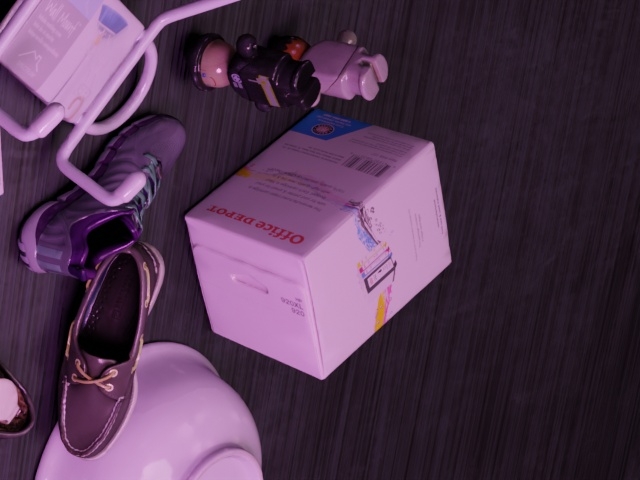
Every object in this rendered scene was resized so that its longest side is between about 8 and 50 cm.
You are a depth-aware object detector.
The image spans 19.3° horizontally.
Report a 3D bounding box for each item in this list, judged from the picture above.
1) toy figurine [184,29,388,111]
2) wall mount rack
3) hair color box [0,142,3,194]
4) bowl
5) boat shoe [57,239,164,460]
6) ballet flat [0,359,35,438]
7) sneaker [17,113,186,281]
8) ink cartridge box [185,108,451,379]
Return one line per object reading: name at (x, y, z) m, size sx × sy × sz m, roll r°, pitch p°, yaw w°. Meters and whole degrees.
toy figurine at (-0.028, -0.240, 1.924) m, size 0.209 × 0.148 × 0.213 m, roll -14°, pitch 115°, yaw -56°
wall mount rack at (-0.159, -0.196, 1.690) m, size 0.304 × 0.130 × 0.350 m, roll -54°, pitch 159°, yaw -4°
hair color box at (-0.356, -0.065, 1.638) m, size 0.167 × 0.053 × 0.093 m, roll -25°, pitch 125°, yaw -47°
bowl at (-0.154, 0.265, 1.991) m, size 0.298 × 0.134 × 0.298 m, roll -26°, pitch 125°, yaw -45°
boat shoe at (-0.216, 0.109, 1.864) m, size 0.068 × 0.081 × 0.228 m, roll 2°, pitch 103°, yaw -81°
ballet flat at (-0.338, 0.094, 1.698) m, size 0.095 × 0.096 × 0.280 m, roll -59°, pitch 143°, yaw -18°
sneaker at (-0.187, -0.035, 1.836) m, size 0.224 × 0.098 × 0.083 m, roll -47°, pitch 138°, yaw -29°
ink cartridge box at (0.000, 0.000, 2.037) m, size 0.232 × 0.171 × 0.168 m, roll -40°, pitch 135°, yaw -35°
